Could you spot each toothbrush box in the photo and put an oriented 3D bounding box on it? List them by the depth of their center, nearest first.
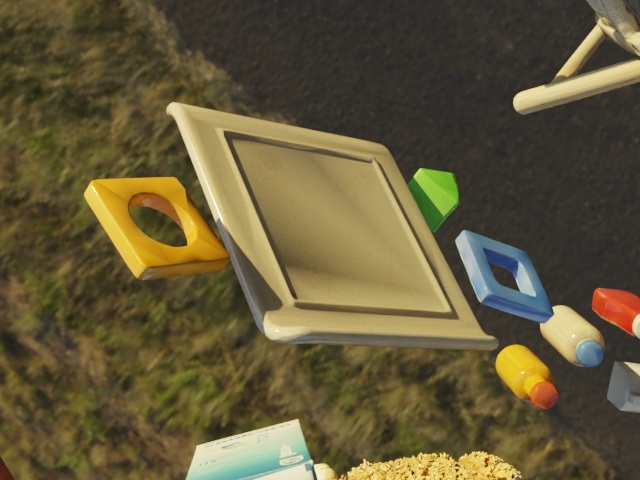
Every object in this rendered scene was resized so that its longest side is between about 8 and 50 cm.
[{"bbox_3d":[-0.047,0.310,1.112,0.295,0.126,0.216,165,91,-87],"label":"toothbrush box"}]

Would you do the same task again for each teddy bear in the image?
[{"bbox_3d":[0.104,0.339,1.537,0.338,0.245,0.113,-8,97,8],"label":"teddy bear"}]

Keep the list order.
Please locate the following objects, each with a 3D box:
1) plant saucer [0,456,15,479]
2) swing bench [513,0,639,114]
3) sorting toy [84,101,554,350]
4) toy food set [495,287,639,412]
[{"bbox_3d":[-0.239,0.285,0.660,0.047,0.258,0.259,8,128,51],"label":"plant saucer"},{"bbox_3d":[0.212,-0.237,0.804,0.254,0.165,0.253,3,138,53],"label":"swing bench"},{"bbox_3d":[0.000,0.000,0.708,0.047,0.347,0.196,-52,50,31],"label":"sorting toy"},{"bbox_3d":[0.294,0.113,1.057,0.232,0.111,0.104,9,-169,-8],"label":"toy food set"}]
